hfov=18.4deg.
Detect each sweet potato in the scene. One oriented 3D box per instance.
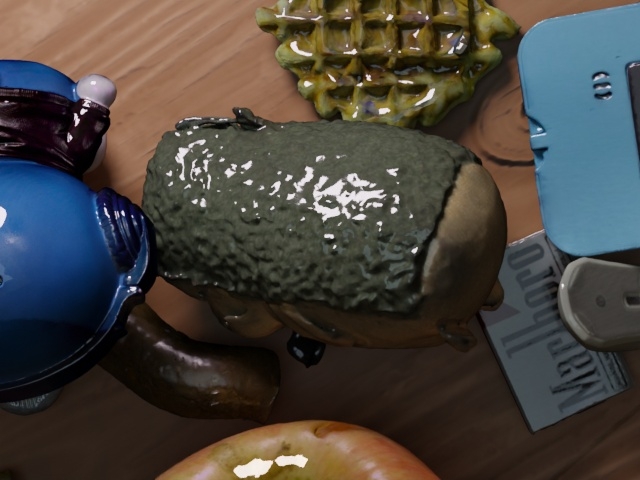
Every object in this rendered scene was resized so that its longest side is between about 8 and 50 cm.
[{"bbox_3d":[-0.166,0.093,1.943,0.286,0.085,0.112,35,75,14],"label":"sweet potato"}]

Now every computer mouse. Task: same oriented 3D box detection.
[{"bbox_3d":[0.290,0.063,1.887,0.182,0.056,0.089,0,76,-32],"label":"computer mouse"}]

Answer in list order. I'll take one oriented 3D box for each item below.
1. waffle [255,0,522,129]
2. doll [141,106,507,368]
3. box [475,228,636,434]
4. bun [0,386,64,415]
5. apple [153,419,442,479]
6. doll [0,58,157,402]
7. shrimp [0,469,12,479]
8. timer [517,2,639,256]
[{"bbox_3d":[0.057,-0.207,1.916,0.204,0.054,0.223,-43,90,6],"label":"waffle"},{"bbox_3d":[0.000,0.000,1.851,0.350,0.247,0.247,13,94,14],"label":"doll"},{"bbox_3d":[0.219,0.086,1.927,0.115,0.036,0.177,-24,91,4],"label":"box"},{"bbox_3d":[-0.294,0.136,1.970,0.083,0.045,0.083,0,93,2],"label":"bun"},{"bbox_3d":[-0.013,0.373,1.794,0.392,0.391,0.346,-10,114,5],"label":"apple"},{"bbox_3d":[-0.291,-0.004,1.818,0.284,0.240,0.310,-8,74,8],"label":"doll"},{"bbox_3d":[-0.307,0.326,1.982,0.166,0.049,0.161,32,98,1],"label":"shrimp"},{"bbox_3d":[0.324,-0.112,1.886,0.250,0.091,0.231,-8,92,9],"label":"timer"}]
